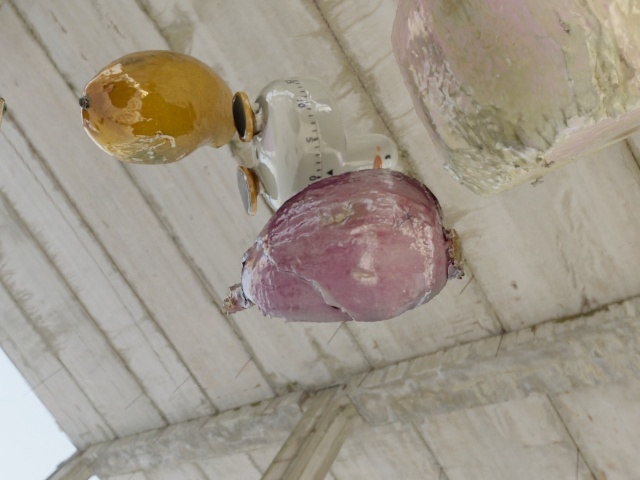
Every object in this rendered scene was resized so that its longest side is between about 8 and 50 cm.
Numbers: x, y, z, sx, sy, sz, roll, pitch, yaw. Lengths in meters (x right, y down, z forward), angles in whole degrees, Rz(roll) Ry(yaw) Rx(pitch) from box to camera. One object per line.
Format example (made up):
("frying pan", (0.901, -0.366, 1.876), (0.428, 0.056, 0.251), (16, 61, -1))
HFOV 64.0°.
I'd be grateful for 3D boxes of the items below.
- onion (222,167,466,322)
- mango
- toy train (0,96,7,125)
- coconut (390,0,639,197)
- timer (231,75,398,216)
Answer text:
("onion", (0.000, 0.000, 0.662), (0.348, 0.267, 0.159), (-10, -83, 16))
("mango", (-0.261, -0.232, 0.890), (0.143, 0.359, 0.187), (9, -67, 23))
("toy train", (-0.598, -0.207, 0.810), (0.072, 0.188, 0.099), (22, -77, 31))
("coconut", (0.284, -0.279, 0.646), (0.404, 0.404, 0.405), (12, -61, 22))
("timer", (-0.015, -0.155, 0.855), (0.233, 0.240, 0.234), (170, -90, -72))
